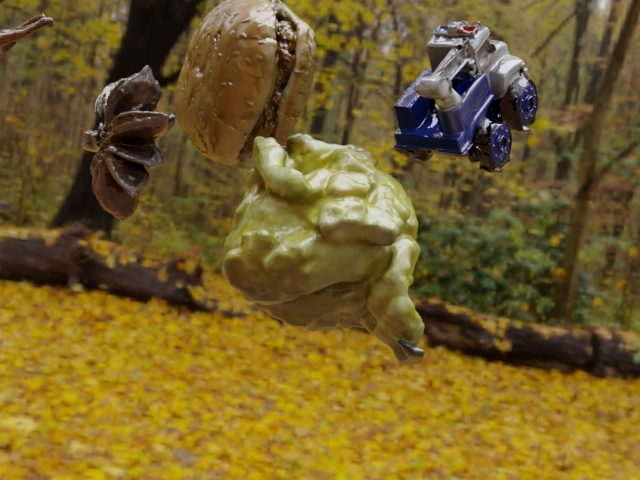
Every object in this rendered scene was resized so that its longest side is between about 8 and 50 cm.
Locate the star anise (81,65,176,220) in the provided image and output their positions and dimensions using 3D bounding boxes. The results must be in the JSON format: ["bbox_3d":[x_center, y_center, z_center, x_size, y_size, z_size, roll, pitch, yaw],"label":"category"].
[{"bbox_3d":[-0.289,-0.142,1.452,0.093,0.236,0.229,1,10,-35],"label":"star anise"}]

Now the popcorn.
[{"bbox_3d":[0.002,-0.008,1.251,0.293,0.237,0.293,18,-19,6],"label":"popcorn"}]

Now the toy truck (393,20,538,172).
[{"bbox_3d":[0.188,-0.204,1.343,0.161,0.213,0.177,9,-43,35],"label":"toy truck"}]

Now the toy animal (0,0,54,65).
[{"bbox_3d":[-0.496,-0.263,1.477,0.224,0.230,0.066,47,-12,8],"label":"toy animal"}]

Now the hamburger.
[{"bbox_3d":[-0.123,-0.247,1.496,0.145,0.259,0.283,9,11,-23],"label":"hamburger"}]
